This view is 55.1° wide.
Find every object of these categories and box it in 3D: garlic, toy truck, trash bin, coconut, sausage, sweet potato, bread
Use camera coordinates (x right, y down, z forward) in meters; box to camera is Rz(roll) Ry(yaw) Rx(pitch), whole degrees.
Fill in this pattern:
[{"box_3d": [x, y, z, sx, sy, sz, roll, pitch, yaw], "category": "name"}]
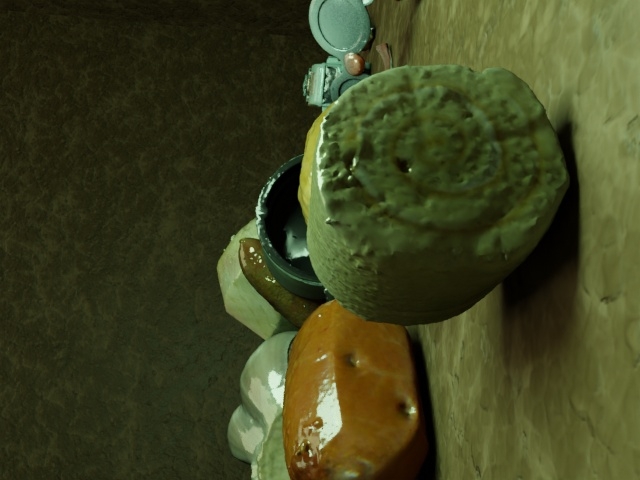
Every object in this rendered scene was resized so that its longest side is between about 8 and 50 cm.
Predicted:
[{"box_3d": [-0.009, 0.255, 0.848, 0.210, 0.238, 0.292, -66, -12, 9], "category": "garlic"}, {"box_3d": [0.035, -0.401, 1.611, 0.305, 0.162, 0.136, -98, 13, -78], "category": "toy truck"}, {"box_3d": [0.000, -0.015, 1.079, 0.262, 0.217, 0.277, 105, 154, -78], "category": "trash bin"}, {"box_3d": [-0.069, 0.107, 1.553, 0.352, 0.353, 0.352, -176, 90, -88], "category": "coconut"}, {"box_3d": [0.035, 0.174, 0.685, 0.268, 0.153, 0.141, -89, 15, -54], "category": "sausage"}, {"box_3d": [-0.035, 0.141, 1.254, 0.385, 0.109, 0.109, 51, -176, -7], "category": "sweet potato"}, {"box_3d": [0.066, -0.022, 0.400, 0.141, 0.148, 0.133, 97, 158, -69], "category": "bread"}]

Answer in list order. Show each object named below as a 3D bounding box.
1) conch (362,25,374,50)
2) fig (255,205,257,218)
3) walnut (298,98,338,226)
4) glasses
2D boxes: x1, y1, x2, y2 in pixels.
[{"box_3d": [0.089, -0.524, 1.556, 0.232, 0.080, 0.086, -92, -2, -59], "category": "conch"}, {"box_3d": [0.007, -0.015, 1.333, 0.314, 0.233, 0.233, 50, 165, 12], "category": "fig"}, {"box_3d": [0.057, -0.064, 0.614, 0.197, 0.165, 0.165, -90, 5, -61], "category": "walnut"}, {"box_3d": [0.089, -0.350, 1.013, 0.268, 0.118, 0.234, -63, -37, -41], "category": "glasses"}]
